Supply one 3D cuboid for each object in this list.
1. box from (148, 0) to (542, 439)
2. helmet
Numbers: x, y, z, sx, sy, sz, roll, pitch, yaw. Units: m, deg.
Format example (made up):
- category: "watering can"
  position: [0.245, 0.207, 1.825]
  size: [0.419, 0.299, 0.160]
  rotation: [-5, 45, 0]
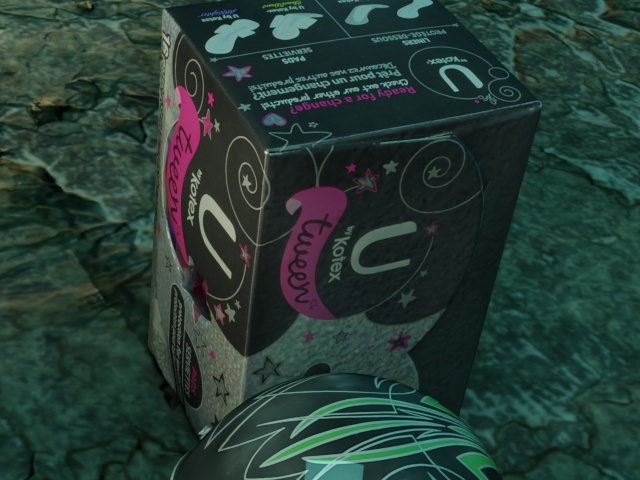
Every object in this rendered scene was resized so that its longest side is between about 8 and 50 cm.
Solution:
- category: "box"
  position: [0.000, 0.000, 0.712]
  size: [0.163, 0.247, 0.142]
  rotation: [-13, 43, -25]
- category: "helmet"
  position: [0.010, 0.143, 0.607]
  size: [0.169, 0.162, 0.169]
  rotation: [6, 39, -5]
